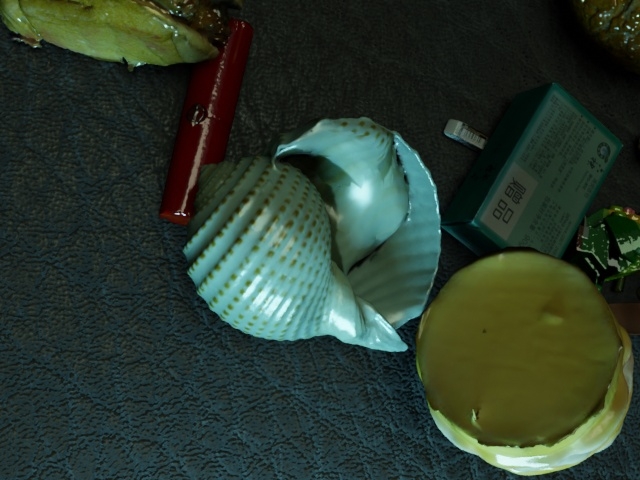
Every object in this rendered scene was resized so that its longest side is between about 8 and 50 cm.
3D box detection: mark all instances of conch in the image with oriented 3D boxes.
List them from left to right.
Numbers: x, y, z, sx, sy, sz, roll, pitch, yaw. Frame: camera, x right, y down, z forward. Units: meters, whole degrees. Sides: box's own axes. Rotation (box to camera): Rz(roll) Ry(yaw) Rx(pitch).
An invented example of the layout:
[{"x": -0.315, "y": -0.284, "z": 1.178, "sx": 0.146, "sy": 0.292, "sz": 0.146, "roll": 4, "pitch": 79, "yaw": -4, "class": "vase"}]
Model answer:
[{"x": -0.011, "y": -0.007, "z": 1.055, "sx": 0.303, "sy": 0.215, "sz": 0.319, "roll": -51, "pitch": 128, "yaw": -9, "class": "conch"}]

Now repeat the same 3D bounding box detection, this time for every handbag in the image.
[{"x": 0.511, "y": 0.114, "z": 1.214, "sx": 0.190, "sy": 0.127, "sz": 0.062, "roll": 4, "pitch": 84, "yaw": -14, "class": "handbag"}]

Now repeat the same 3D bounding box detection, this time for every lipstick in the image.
[{"x": -0.149, "y": -0.158, "z": 1.108, "sx": 0.073, "sy": 0.073, "sz": 0.279, "roll": 13, "pitch": 79, "yaw": -13, "class": "lipstick"}]

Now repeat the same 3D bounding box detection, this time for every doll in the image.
[{"x": 0.436, "y": 0.014, "z": 1.210, "sx": 0.186, "sy": 0.106, "sz": 0.134, "roll": -17, "pitch": 74, "yaw": -6, "class": "doll"}]

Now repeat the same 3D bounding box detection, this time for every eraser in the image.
[{"x": 0.226, "y": -0.145, "z": 1.228, "sx": 0.099, "sy": 0.019, "sz": 0.027, "roll": 26, "pitch": 79, "yaw": -13, "class": "eraser"}]

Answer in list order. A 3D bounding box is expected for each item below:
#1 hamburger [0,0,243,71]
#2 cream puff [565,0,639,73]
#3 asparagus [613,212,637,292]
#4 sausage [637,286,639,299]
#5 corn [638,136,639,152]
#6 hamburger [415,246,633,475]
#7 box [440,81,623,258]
[{"x": -0.250, "y": -0.313, "z": 1.051, "sx": 0.282, "sy": 0.245, "sz": 0.155, "roll": 19, "pitch": 74, "yaw": -30, "class": "hamburger"}, {"x": 0.508, "y": -0.391, "z": 1.236, "sx": 0.303, "sy": 0.212, "sz": 0.303, "roll": 1, "pitch": 87, "yaw": -18, "class": "cream puff"}, {"x": 0.460, "y": 0.017, "z": 1.269, "sx": 0.015, "sy": 0.018, "sz": 0.127, "roll": 9, "pitch": 74, "yaw": 27, "class": "asparagus"}, {"x": 0.506, "y": 0.069, "z": 1.224, "sx": 0.026, "sy": 0.116, "sz": 0.026, "roll": 4, "pitch": 78, "yaw": -18, "class": "sausage"}, {"x": 0.599, "y": -0.126, "z": 1.293, "sx": 0.231, "sy": 0.080, "sz": 0.080, "roll": 9, "pitch": 81, "yaw": -13, "class": "corn"}, {"x": 0.267, "y": 0.174, "z": 1.086, "sx": 0.276, "sy": 0.237, "sz": 0.276, "roll": -11, "pitch": 58, "yaw": 18, "class": "hamburger"}, {"x": 0.298, "y": -0.079, "z": 1.191, "sx": 0.153, "sy": 0.092, "sz": 0.245, "roll": 38, "pitch": 75, "yaw": -16, "class": "box"}]
